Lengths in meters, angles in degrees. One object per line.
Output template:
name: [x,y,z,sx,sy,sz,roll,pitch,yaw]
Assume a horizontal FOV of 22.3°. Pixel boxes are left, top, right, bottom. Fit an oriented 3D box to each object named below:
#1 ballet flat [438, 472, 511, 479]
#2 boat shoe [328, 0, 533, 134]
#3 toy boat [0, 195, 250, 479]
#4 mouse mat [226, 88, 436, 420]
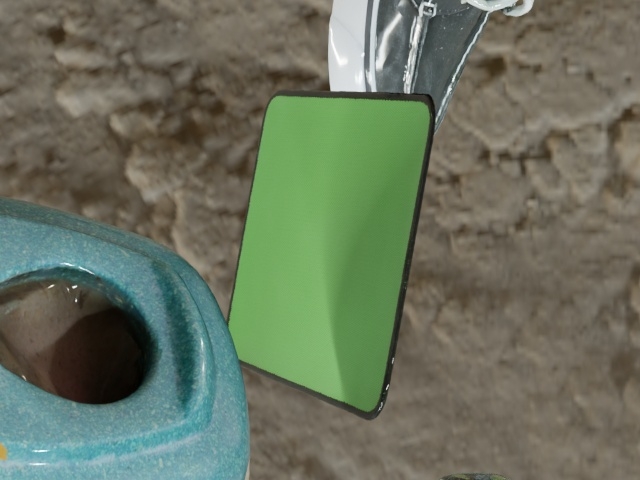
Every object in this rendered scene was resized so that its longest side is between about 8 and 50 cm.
ballet flat: [0.072,0.232,0.999,0.070,0.070,0.188,14,72,16]
boat shoe: [0.087,-0.182,0.982,0.105,0.113,0.306,21,107,29]
toy boat: [-0.162,-0.003,0.693,0.267,0.148,0.318,3,54,-35]
mouse mat: [0.000,0.000,0.813,0.007,0.190,0.152,9,92,-27]
